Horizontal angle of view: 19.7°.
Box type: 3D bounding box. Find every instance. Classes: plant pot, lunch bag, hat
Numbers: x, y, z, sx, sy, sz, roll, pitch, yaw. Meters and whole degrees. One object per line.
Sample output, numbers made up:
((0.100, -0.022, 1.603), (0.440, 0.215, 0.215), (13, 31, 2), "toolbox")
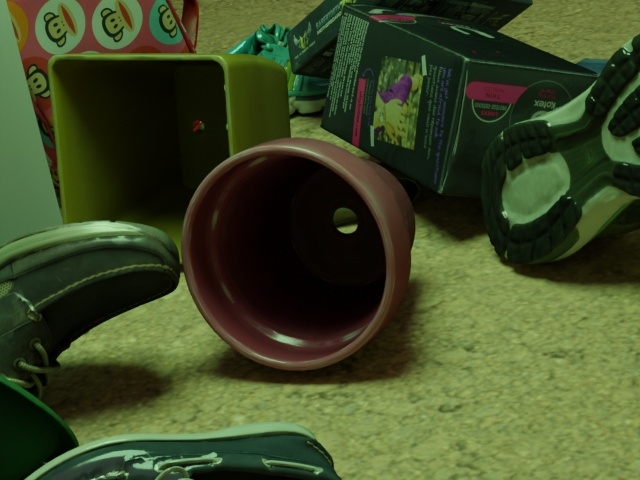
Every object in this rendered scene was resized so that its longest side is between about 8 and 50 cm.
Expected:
((0.000, 0.000, 1.666), (0.201, 0.201, 0.180), (0, 11, 21), "plant pot")
((-0.248, -0.216, 2.056), (0.258, 0.293, 0.120), (-38, 35, -24), "lunch bag")
((-0.135, -0.102, 1.923), (0.212, 0.212, 0.187), (3, 15, 28), "plant pot")
((-0.304, 0.200, 1.444), (0.173, 0.208, 0.183), (20, 65, 13), "hat")

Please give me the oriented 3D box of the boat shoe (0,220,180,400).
((-0.282, 0.093, 1.623), (0.355, 0.132, 0.130), (-20, 65, 10), "boat shoe")

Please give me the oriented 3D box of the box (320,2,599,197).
((0.137, -0.145, 1.908), (0.165, 0.143, 0.270), (3, 17, -29), "box")

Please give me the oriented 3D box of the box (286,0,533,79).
((0.098, -0.251, 2.090), (0.183, 0.059, 0.233), (6, -24, -32), "box")

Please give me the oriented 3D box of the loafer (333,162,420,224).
((0.038, -0.049, 1.897), (0.148, 0.056, 0.050), (-19, 20, -18), "loafer")

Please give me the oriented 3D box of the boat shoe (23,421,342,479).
((-0.106, 0.199, 1.371), (0.254, 0.095, 0.079), (-4, 22, -21), "boat shoe")

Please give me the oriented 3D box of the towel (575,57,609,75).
((0.303, -0.174, 2.099), (0.067, 0.029, 0.119), (6, 28, 32), "towel")

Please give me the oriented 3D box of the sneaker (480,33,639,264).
((0.322, -0.096, 1.656), (0.182, 0.158, 0.410), (-8, -9, -36), "sneaker")

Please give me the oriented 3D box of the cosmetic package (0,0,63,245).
((-0.368, -0.099, 1.776), (0.097, 0.377, 0.284), (-25, 29, -27), "cosmetic package")

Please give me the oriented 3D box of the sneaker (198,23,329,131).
((-0.039, -0.208, 2.210), (0.275, 0.110, 0.107), (-16, 25, -14), "sneaker")
